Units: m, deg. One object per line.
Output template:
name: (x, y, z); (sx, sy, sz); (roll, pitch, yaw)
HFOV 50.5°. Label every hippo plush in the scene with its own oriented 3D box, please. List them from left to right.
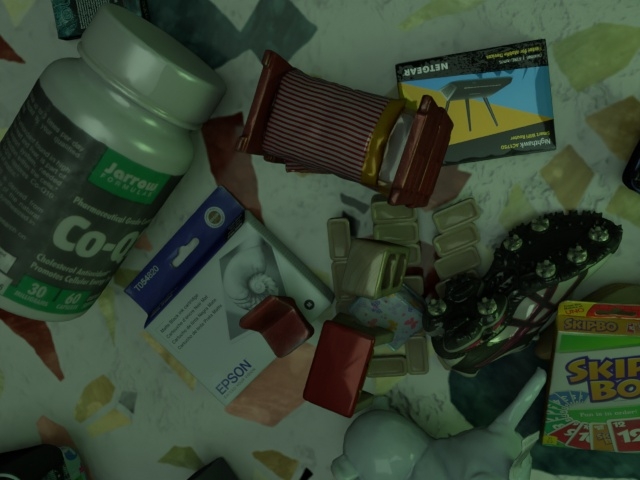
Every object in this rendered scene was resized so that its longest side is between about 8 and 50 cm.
hippo plush: (0.128, 0.316, 0.838); (0.236, 0.234, 0.294); (10, 123, 19)

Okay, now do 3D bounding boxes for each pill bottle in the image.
pill bottle: (-0.288, -0.093, 0.845); (0.204, 0.204, 0.361); (38, 105, 1)

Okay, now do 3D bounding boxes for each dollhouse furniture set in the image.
dollhouse furniture set: (0.000, 0.000, 0.787); (0.201, 0.152, 0.374); (18, 96, 20)

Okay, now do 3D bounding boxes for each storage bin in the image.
storage bin: (-0.148, 0.365, 0.949); (0.098, 0.135, 0.091); (-34, 84, 9)

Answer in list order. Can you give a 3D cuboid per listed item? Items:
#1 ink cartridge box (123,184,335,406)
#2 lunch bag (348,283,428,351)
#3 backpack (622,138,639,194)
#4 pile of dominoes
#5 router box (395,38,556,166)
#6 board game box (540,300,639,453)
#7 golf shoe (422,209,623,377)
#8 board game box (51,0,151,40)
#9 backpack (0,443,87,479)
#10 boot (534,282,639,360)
ink cartridge box: (-0.134, 0.078, 0.934); (0.224, 0.045, 0.223); (44, 104, -1)
lunch bag: (0.088, 0.088, 0.872); (0.083, 0.053, 0.071); (36, 111, -15)
backpack: (0.427, -0.091, 0.793); (0.114, 0.084, 0.105); (22, 104, 10)
pile of dominoes: (0.117, 0.062, 0.908); (0.195, 0.040, 0.251); (-4, 108, 8)
router box: (0.190, -0.165, 0.837); (0.178, 0.046, 0.133); (-8, 100, 10)
board game box: (0.338, 0.170, 0.812); (0.124, 0.039, 0.260); (1, 130, 14)
golf shoe: (0.255, 0.063, 0.850); (0.272, 0.105, 0.120); (-33, 131, -2)
board game box: (-0.301, -0.367, 0.888); (0.126, 0.026, 0.186); (-6, 100, 10)
backpack: (-0.438, 0.431, 0.973); (0.225, 0.191, 0.254); (-16, 90, 14)
boot: (0.440, 0.138, 0.828); (0.295, 0.104, 0.211); (-32, 100, 18)
